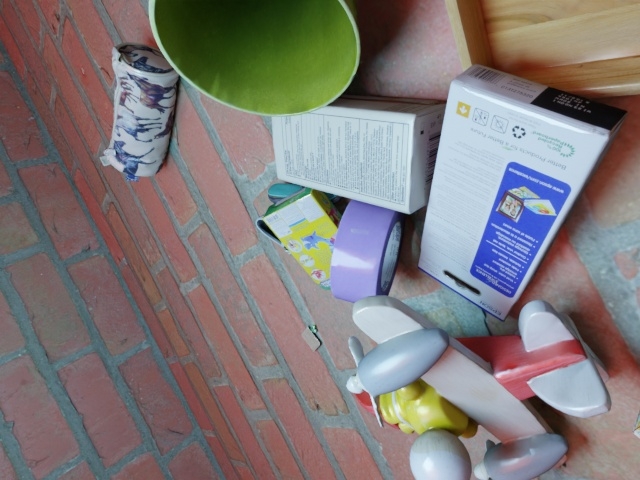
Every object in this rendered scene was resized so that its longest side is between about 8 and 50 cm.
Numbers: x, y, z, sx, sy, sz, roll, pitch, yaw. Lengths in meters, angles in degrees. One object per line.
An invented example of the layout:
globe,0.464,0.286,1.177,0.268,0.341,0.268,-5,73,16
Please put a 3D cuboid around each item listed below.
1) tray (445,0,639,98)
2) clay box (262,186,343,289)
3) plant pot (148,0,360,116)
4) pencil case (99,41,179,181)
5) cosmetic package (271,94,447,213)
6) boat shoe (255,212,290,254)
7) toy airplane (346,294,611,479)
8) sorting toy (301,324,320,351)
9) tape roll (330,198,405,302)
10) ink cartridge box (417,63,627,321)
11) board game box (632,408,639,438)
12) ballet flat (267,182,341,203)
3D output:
tray,0.326,-0.241,0.361,0.410,0.076,0.203,10,145,42
clay box,0.000,0.000,0.836,0.127,0.053,0.222,-23,119,29
plant pot,-0.071,-0.389,0.591,0.274,0.274,0.294,-21,57,50
pencil case,-0.520,-0.360,1.164,0.160,0.183,0.410,51,137,15
cosmetic package,0.063,-0.164,0.696,0.296,0.129,0.153,21,126,37
boat shoe,-0.062,-0.001,0.950,0.227,0.081,0.079,32,130,30
toy airplane,0.225,0.245,0.617,0.386,0.272,0.384,16,145,15
sorting toy,-0.021,0.262,1.102,0.062,0.012,0.083,53,143,18
tape roll,0.087,0.020,0.710,0.080,0.189,0.189,12,121,20
ink cartridge box,0.243,-0.040,0.577,0.175,0.069,0.371,35,149,29
board game box,0.441,0.135,0.445,0.045,0.146,0.194,38,135,26
ballet flat,-0.027,-0.088,0.886,0.203,0.074,0.074,8,116,37
